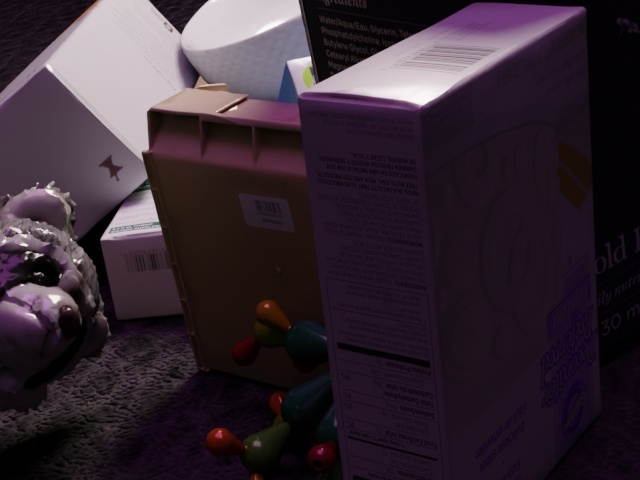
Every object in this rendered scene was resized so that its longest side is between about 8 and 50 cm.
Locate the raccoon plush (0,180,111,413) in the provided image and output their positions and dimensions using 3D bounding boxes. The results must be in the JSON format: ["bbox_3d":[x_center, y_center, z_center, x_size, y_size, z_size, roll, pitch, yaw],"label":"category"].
[{"bbox_3d":[-0.393,0.048,1.137,0.446,0.216,0.299,19,37,25],"label":"raccoon plush"}]

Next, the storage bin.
[{"bbox_3d":[0.000,0.000,1.159,0.262,0.260,0.123,11,33,39],"label":"storage bin"}]

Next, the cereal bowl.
[{"bbox_3d":[0.003,-0.274,1.722,0.339,0.141,0.339,-26,24,12],"label":"cereal bowl"}]

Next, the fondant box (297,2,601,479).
[{"bbox_3d":[0.103,0.024,0.957,0.096,0.330,0.238,10,28,33],"label":"fondant box"}]

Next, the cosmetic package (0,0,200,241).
[{"bbox_3d":[-0.293,-0.139,1.625,0.230,0.161,0.453,-40,15,16],"label":"cosmetic package"}]

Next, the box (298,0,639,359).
[{"bbox_3d":[0.253,-0.210,1.253,0.480,0.472,0.297,-28,27,-29],"label":"box"}]

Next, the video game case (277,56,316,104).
[{"bbox_3d":[0.069,-0.133,1.516,0.244,0.061,0.269,-13,-20,-13],"label":"video game case"}]

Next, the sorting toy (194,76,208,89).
[{"bbox_3d":[-0.275,-0.212,2.099,0.229,0.041,0.307,-4,22,-2],"label":"sorting toy"}]

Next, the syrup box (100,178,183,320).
[{"bbox_3d":[-0.155,-0.010,1.459,0.093,0.096,0.237,-5,23,7],"label":"syrup box"}]

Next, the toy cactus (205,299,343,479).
[{"bbox_3d":[-0.004,0.104,1.043,0.180,0.112,0.219,-45,26,17],"label":"toy cactus"}]
